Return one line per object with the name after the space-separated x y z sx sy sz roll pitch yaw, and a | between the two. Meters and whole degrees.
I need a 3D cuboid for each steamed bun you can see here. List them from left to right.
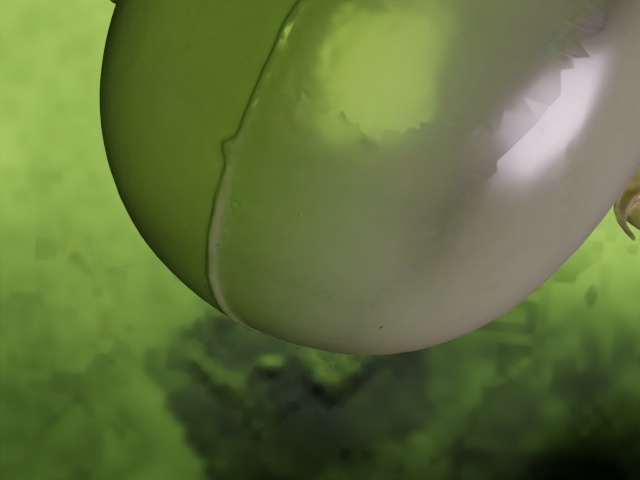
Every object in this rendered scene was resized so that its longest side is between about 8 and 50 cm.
0.046 -0.116 0.993 0.334 0.334 0.374 38 88 -10 | steamed bun

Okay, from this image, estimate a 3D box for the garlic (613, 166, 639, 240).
0.303 -0.042 1.099 0.244 0.164 0.145 0 122 6 | garlic

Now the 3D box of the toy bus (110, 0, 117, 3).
-0.203 -0.295 1.051 0.123 0.121 0.335 -40 101 2 | toy bus
